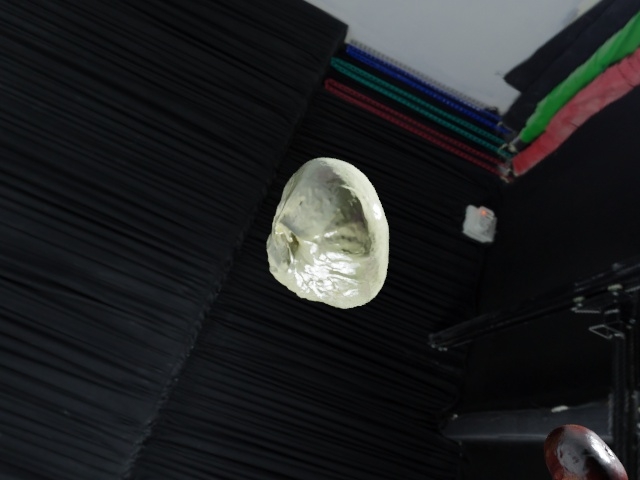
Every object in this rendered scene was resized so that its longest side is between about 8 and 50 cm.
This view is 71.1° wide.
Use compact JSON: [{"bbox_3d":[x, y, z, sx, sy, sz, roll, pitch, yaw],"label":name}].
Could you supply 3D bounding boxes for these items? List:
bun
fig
[{"bbox_3d":[0.000,0.000,1.026,0.213,0.361,0.361,-26,161,-34],"label":"bun"},{"bbox_3d":[0.772,0.673,1.324,0.214,0.235,0.235,-21,-148,30],"label":"fig"}]
